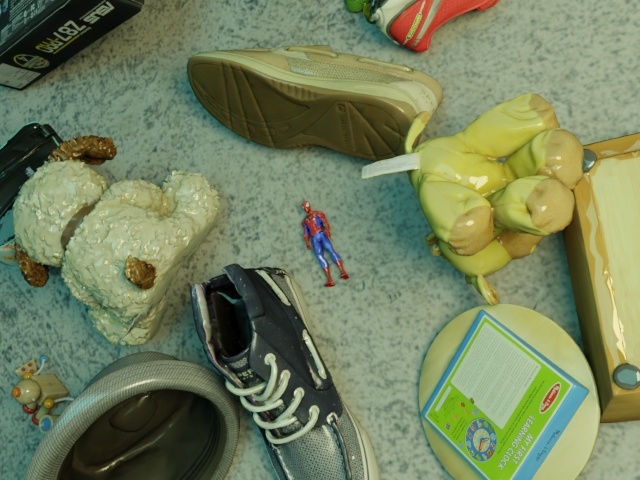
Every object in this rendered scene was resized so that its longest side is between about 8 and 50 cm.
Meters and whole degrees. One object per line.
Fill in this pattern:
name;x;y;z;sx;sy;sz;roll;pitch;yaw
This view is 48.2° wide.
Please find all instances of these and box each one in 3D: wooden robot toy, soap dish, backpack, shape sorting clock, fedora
wooden robot toy;-0.403;0.228;1.014;0.173;0.079;0.076;39;96;26
soap dish;0.356;0.017;0.687;0.228;0.118;0.291;-12;74;22
backpack;-0.421;-0.053;1.035;0.188;0.144;0.166;-40;66;-12
shape sorting clock;0.193;0.170;0.756;0.206;0.040;0.206;-11;74;44
fedora;-0.232;0.245;0.880;0.276;0.243;0.124;-58;34;7

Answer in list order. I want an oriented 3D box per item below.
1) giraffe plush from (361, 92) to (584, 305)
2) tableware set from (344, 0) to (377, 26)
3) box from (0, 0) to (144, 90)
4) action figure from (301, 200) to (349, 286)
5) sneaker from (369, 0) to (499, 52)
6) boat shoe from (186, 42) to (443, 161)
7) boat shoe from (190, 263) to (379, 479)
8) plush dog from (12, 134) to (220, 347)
giraffe plush;0.167;-0.026;0.740;0.210;0.171;0.182;2;52;30
tableware set;0.104;-0.346;0.931;0.154;0.024;0.104;-48;62;10
box;-0.394;-0.432;1.064;0.394;0.097;0.319;-12;75;45
action figure;0.000;0.000;0.905;0.038;0.030;0.115;-31;67;21
sneaker;0.184;-0.335;0.837;0.279;0.118;0.107;-39;31;27
boat shoe;-0.015;-0.188;0.913;0.340;0.122;0.110;19;51;24
boat shoe;-0.051;0.182;0.817;0.127;0.158;0.341;-32;68;16
plush dog;-0.287;-0.006;0.911;0.225;0.210;0.263;29;94;6
